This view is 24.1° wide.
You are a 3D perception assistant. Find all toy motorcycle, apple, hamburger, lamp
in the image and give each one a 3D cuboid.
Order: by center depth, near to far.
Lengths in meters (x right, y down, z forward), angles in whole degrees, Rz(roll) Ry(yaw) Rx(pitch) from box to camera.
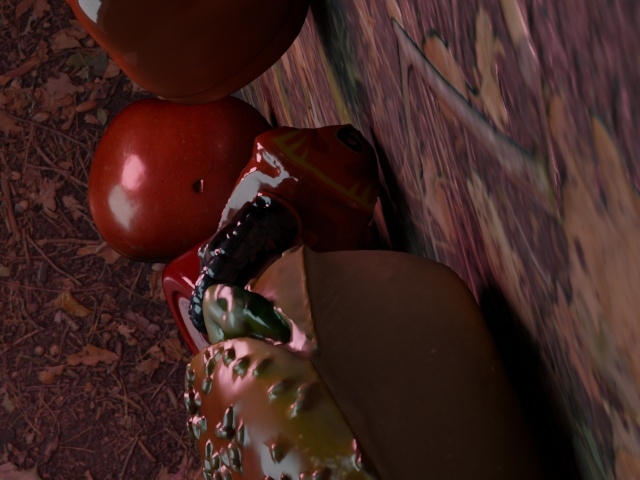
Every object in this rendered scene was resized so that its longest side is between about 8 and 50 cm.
[{"bbox_3d":[0.026,0.111,0.677,0.237,0.147,0.237,160,90,-87],"label":"hamburger"},{"bbox_3d":[-0.019,0.014,0.981,0.089,0.171,0.298,28,170,8],"label":"toy motorcycle"},{"bbox_3d":[-0.091,-0.191,1.015,0.188,0.164,0.187,50,-170,-12],"label":"lamp"},{"bbox_3d":[-0.166,-0.077,1.924,0.260,0.260,0.217,152,118,-86],"label":"apple"}]

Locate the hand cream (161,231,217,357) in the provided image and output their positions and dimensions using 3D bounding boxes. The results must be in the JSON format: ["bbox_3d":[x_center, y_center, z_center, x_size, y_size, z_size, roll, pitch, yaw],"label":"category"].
[{"bbox_3d":[-0.043,0.072,1.322,0.193,0.125,0.193,48,161,23],"label":"hand cream"}]
